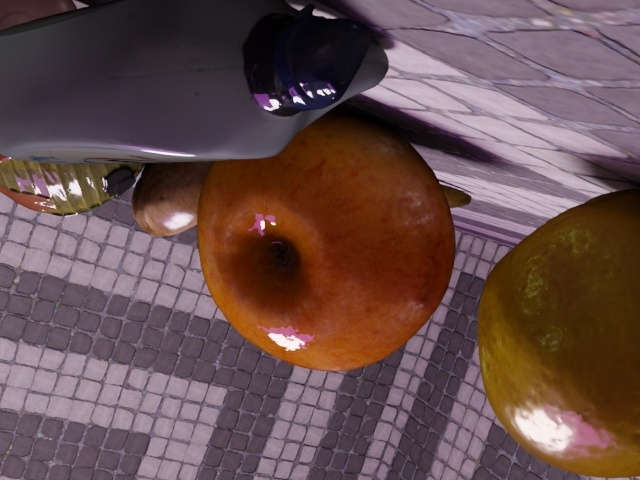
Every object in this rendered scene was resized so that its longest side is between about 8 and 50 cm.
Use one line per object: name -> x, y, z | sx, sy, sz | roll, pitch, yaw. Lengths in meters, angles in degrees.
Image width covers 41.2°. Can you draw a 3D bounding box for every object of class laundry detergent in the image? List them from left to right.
laundry detergent -> -0.070, -0.103, 0.531 | 0.280, 0.105, 0.215 | 2, -170, 43

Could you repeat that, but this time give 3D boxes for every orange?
orange -> 0.268, 0.079, 0.745 | 0.279, 0.235, 0.279 | -18, 163, -5

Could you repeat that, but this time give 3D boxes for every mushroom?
mushroom -> -0.155, -0.097, 1.165 | 0.146, 0.278, 0.278 | 58, 170, -17

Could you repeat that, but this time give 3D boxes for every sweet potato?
sweet potato -> 0.127, -0.094, 1.450 | 0.273, 0.067, 0.067 | 12, -177, -5

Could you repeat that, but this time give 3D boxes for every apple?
apple -> 0.000, 0.000, 0.962 | 0.299, 0.299, 0.275 | 21, -170, 24

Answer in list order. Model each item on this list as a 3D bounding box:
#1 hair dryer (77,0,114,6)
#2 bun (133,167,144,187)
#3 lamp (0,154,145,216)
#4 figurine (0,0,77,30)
hair dryer -> -0.187, -0.181, 0.496 | 0.131, 0.073, 0.236 | 22, -168, 14
bun -> -0.198, -0.143, 1.652 | 0.362, 0.211, 0.362 | 22, 180, 0
lamp -> -0.309, -0.159, 1.103 | 0.284, 0.250, 0.250 | -16, -169, -12
figurine -> -0.274, -0.181, 0.754 | 0.125, 0.125, 0.138 | 20, -176, 13
